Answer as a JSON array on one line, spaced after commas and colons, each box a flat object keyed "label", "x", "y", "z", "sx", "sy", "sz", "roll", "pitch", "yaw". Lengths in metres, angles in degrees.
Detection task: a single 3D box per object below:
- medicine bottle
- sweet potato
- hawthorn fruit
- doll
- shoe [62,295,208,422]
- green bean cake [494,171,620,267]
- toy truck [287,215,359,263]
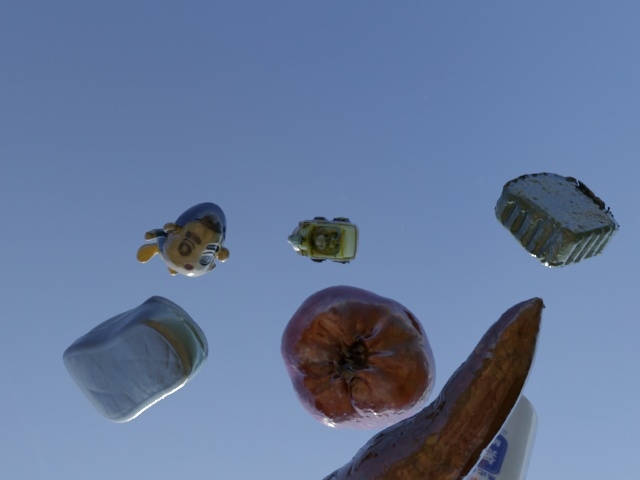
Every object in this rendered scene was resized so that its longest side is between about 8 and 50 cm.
[{"label": "medicine bottle", "x": 0.201, "y": 0.342, "z": 0.893, "sx": 0.341, "sy": 0.130, "sz": 0.130, "roll": -46, "pitch": -61, "yaw": -52}, {"label": "sweet potato", "x": 0.048, "y": 0.135, "z": 0.396, "sx": 0.058, "sy": 0.255, "sz": 0.078, "roll": 29, "pitch": -143, "yaw": -10}, {"label": "hawthorn fruit", "x": 0.067, "y": 0.208, "z": 1.208, "sx": 0.284, "sy": 0.284, "sz": 0.284, "roll": -4, "pitch": -82, "yaw": -29}, {"label": "doll", "x": -0.173, "y": 0.007, "z": 0.843, "sx": 0.102, "sy": 0.179, "sz": 0.089, "roll": 26, "pitch": -125, "yaw": -24}, {"label": "shoe", "x": -0.137, "y": 0.087, "z": 0.531, "sx": 0.078, "sy": 0.195, "sz": 0.079, "roll": -36, "pitch": -86, "yaw": -41}, {"label": "green bean cake", "x": 0.531, "y": -0.055, "z": 1.504, "sx": 0.222, "sy": 0.227, "sz": 0.125, "roll": -13, "pitch": -38, "yaw": -31}, {"label": "toy truck", "x": 0.000, "y": 0.000, "z": 1.050, "sx": 0.077, "sy": 0.111, "sz": 0.076, "roll": -5, "pitch": -82, "yaw": -63}]
